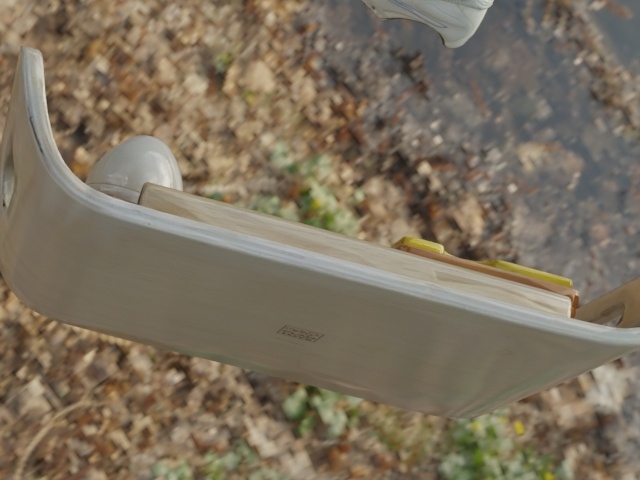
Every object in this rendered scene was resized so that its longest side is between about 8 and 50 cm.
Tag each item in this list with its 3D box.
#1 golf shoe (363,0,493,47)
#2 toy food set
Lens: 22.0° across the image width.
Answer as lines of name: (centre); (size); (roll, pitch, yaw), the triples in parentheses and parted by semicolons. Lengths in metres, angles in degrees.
golf shoe: (0.031, -0.184, 1.101); (0.176, 0.086, 0.069); (29, 50, 14)
toy food set: (0.000, 0.000, 0.762); (0.306, 0.220, 0.092); (14, 73, -11)
